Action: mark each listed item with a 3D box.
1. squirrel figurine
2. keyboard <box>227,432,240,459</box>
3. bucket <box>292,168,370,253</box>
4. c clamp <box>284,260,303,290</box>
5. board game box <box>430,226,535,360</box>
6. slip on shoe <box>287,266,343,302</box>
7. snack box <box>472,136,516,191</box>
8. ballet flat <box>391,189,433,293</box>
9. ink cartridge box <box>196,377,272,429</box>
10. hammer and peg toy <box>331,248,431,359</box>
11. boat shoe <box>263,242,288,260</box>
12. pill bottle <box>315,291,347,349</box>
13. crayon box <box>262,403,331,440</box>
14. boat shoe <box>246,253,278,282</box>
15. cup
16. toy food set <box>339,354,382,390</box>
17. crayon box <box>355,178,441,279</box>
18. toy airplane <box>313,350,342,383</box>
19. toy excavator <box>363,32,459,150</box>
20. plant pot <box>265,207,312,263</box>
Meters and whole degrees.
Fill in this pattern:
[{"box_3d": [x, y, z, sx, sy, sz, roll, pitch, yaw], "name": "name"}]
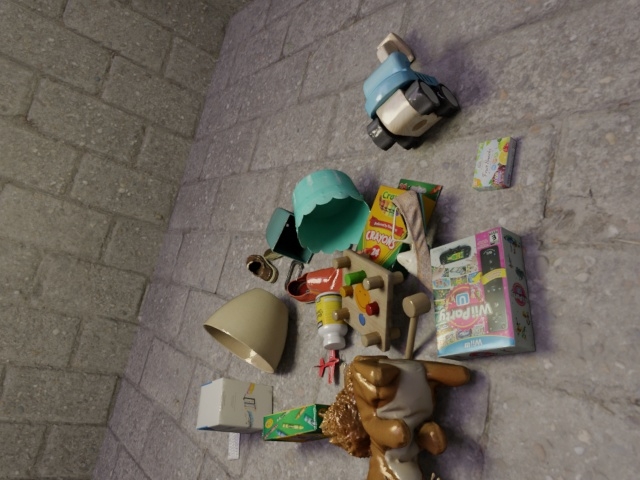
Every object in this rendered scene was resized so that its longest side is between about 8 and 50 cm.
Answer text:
[{"box_3d": [0.176, 0.508, 1.290, 0.397, 0.280, 0.371, -12, 74, 62], "name": "squirrel figurine"}, {"box_3d": [-0.357, 0.775, 2.011, 0.072, 0.014, 0.256, -28, 53, 43], "name": "keyboard"}, {"box_3d": [0.032, -0.105, 1.719, 0.281, 0.281, 0.183, -47, 40, 28], "name": "bucket"}, {"box_3d": [-0.104, 0.157, 1.978, 0.137, 0.022, 0.161, 3, 77, 58], "name": "c clamp"}, {"box_3d": [0.411, 0.144, 1.249, 0.224, 0.097, 0.304, -24, 56, 45], "name": "board game box"}, {"box_3d": [-0.001, 0.158, 1.772, 0.331, 0.101, 0.123, -23, 55, 44], "name": "slip on shoe"}, {"box_3d": [0.492, -0.215, 1.363, 0.100, 0.037, 0.141, -2, 72, 53], "name": "snack box"}, {"box_3d": [0.271, 0.012, 1.420, 0.107, 0.106, 0.316, 72, -173, -79], "name": "ballet flat"}, {"box_3d": [-0.325, 0.641, 1.848, 0.171, 0.232, 0.168, -30, 49, 42], "name": "ink cartridge box"}, {"box_3d": [0.162, 0.199, 1.439, 0.361, 0.127, 0.266, 32, 127, 57], "name": "hammer and peg toy"}, {"box_3d": [-0.187, 0.053, 2.119, 0.153, 0.048, 0.056, -24, 43, 37], "name": "boat shoe"}, {"box_3d": [0.039, 0.278, 1.659, 0.103, 0.103, 0.184, -35, 48, 38], "name": "pill bottle"}, {"box_3d": [-0.042, 0.597, 1.560, 0.278, 0.165, 0.081, -31, 51, 41], "name": "crayon box"}, {"box_3d": [-0.286, 0.112, 2.167, 0.257, 0.095, 0.095, 21, 91, 54], "name": "boat shoe"}, {"box_3d": [-0.257, 0.328, 1.885, 0.331, 0.331, 0.237, -4, 46, 52], "name": "cup"}, {"box_3d": [0.118, 0.435, 1.536, 0.192, 0.038, 0.133, -28, 53, 43], "name": "toy food set"}, {"box_3d": [0.246, -0.056, 1.571, 0.202, 0.081, 0.319, 22, 91, 55], "name": "crayon box"}, {"box_3d": [0.027, 0.430, 1.665, 0.151, 0.028, 0.151, -34, 43, 39], "name": "toy airplane"}, {"box_3d": [0.265, -0.550, 1.632, 0.222, 0.432, 0.446, -38, 74, 36], "name": "toy excavator"}, {"box_3d": [-0.130, -0.040, 1.987, 0.166, 0.165, 0.234, -64, 29, 8], "name": "plant pot"}]
